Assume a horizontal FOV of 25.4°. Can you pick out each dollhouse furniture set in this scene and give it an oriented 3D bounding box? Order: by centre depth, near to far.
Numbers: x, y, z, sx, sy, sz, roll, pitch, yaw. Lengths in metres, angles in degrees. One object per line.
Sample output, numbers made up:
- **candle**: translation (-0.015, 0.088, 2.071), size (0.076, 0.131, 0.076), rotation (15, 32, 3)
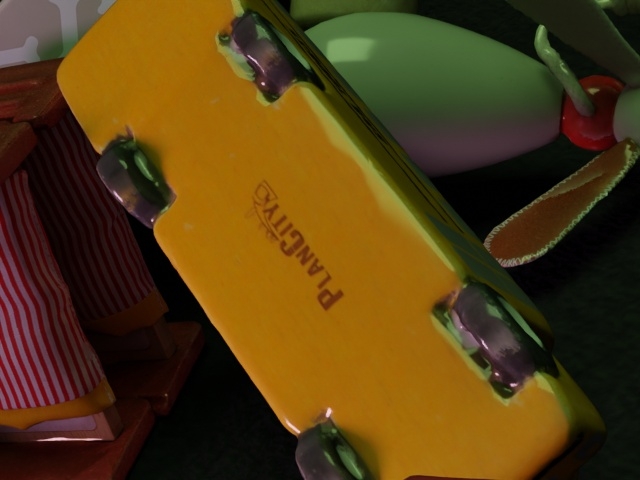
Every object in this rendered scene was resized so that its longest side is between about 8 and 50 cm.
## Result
- **dollhouse furniture set**: translation (-0.276, 0.038, 0.835), size (0.374, 0.201, 0.152), rotation (-7, 30, 25)

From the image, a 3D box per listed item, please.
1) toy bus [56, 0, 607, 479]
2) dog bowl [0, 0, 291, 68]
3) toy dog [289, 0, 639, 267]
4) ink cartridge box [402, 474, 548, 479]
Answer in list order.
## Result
- **toy bus**: translation (0.000, 0.000, 0.671), size (0.108, 0.130, 0.333), rotation (-43, 61, 10)
- **dog bowl**: translation (-0.120, -0.139, 0.989), size (0.349, 0.102, 0.349), rotation (-42, -1, 0)
- **toy dog**: translation (0.086, -0.088, 0.820), size (0.333, 0.220, 0.161), rotation (-17, -8, 27)
- **ink cartridge box**: translation (0.063, 0.159, 0.323), size (0.226, 0.131, 0.306), rotation (-26, 8, -36)
